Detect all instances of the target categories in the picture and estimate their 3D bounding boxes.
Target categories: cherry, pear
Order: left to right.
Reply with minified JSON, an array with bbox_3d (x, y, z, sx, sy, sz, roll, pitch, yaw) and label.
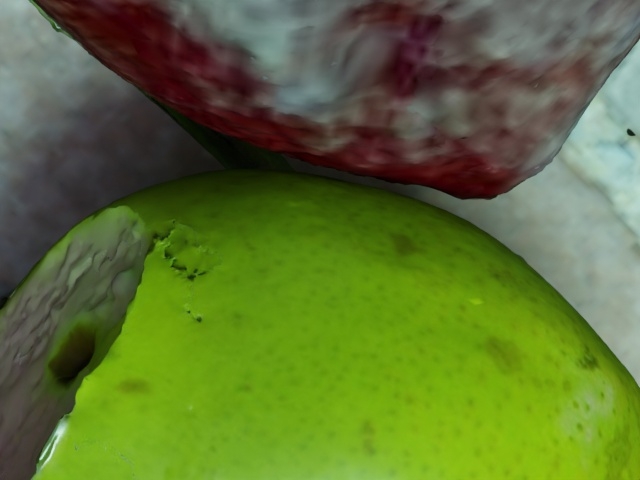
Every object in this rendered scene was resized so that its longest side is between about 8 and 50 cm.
[{"bbox_3d":[0.003,-0.139,0.500,0.230,0.203,0.300,-19,124,0],"label":"cherry"},{"bbox_3d":[0.008,0.074,0.563,0.220,0.187,0.187,26,112,-23],"label":"pear"}]

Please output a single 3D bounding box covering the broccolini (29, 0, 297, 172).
[{"bbox_3d":[-0.005,0.004,0.662,0.254,0.071,0.057,46,131,-10],"label":"broccolini"}]

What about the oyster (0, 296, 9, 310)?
[{"bbox_3d":[-0.052,0.085,0.676,0.133,0.072,0.209,-34,112,17],"label":"oyster"}]
